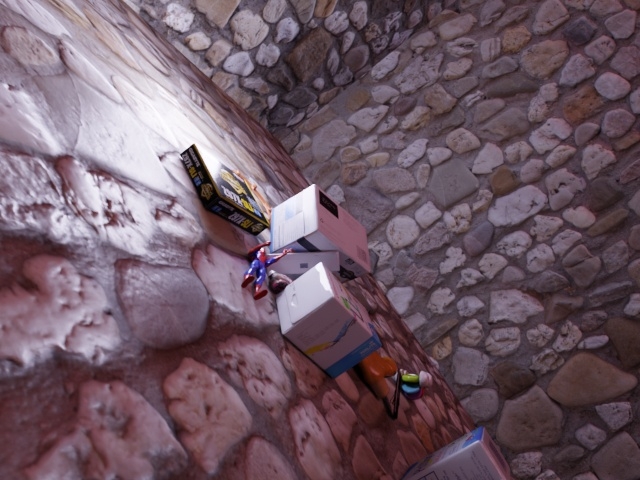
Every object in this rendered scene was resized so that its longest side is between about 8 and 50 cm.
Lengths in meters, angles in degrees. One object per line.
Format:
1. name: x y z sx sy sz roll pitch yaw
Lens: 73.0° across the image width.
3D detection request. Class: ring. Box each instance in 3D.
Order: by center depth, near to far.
1. ring: -0.292 -0.186 1.939 0.336 0.032 0.336 51 11 -13

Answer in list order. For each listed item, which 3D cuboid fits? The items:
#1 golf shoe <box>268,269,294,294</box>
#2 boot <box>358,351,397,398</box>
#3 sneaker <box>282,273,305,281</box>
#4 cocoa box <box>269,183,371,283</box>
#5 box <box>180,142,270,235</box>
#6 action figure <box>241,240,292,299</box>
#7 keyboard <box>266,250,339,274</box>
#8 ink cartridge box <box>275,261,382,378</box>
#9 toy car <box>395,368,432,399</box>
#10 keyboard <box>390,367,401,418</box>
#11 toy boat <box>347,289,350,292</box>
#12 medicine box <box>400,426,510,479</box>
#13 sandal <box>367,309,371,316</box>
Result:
1. golf shoe: -0.109 0.157 1.483 0.186 0.067 0.086 43 13 -46
2. boot: 0.220 0.477 1.758 0.211 0.104 0.295 63 17 -6
3. sneaker: -0.055 0.169 1.628 0.258 0.094 0.091 33 -17 -19
4. cocoa box: 0.000 0.000 1.671 0.347 0.228 0.231 37 37 -40
5. box: -0.335 -0.174 1.556 0.257 0.079 0.322 60 11 27
6. action figure: -0.167 0.065 1.356 0.091 0.139 0.280 51 7 -20
7. keyboard: -0.058 0.078 1.508 0.014 0.256 0.072 -163 -109 -78
8. ink cartridge box: 0.021 0.253 1.375 0.270 0.197 0.198 47 11 -30
9. toy car: 0.449 0.698 2.084 0.182 0.159 0.136 39 54 -57
10. keyboard: 0.296 0.615 1.723 0.192 0.038 0.100 -71 154 -44
11. toy boat: 0.067 0.295 1.721 0.231 0.151 0.151 -106 -172 -62
12. medicine box: 0.404 0.712 1.297 0.149 0.289 0.263 60 11 23
13. sandal: 0.245 0.402 2.323 0.040 0.067 0.179 67 10 11
